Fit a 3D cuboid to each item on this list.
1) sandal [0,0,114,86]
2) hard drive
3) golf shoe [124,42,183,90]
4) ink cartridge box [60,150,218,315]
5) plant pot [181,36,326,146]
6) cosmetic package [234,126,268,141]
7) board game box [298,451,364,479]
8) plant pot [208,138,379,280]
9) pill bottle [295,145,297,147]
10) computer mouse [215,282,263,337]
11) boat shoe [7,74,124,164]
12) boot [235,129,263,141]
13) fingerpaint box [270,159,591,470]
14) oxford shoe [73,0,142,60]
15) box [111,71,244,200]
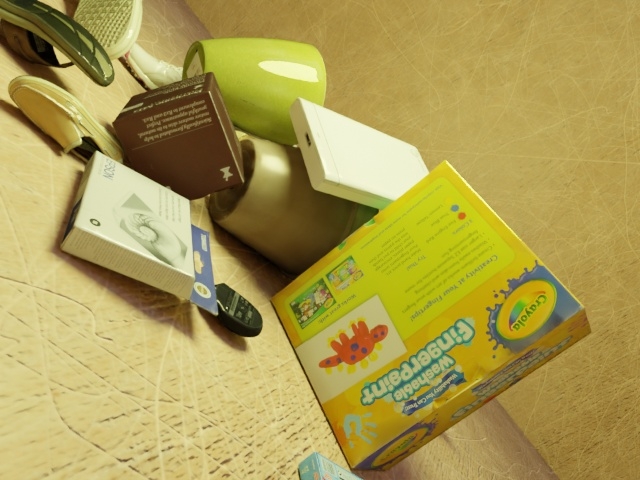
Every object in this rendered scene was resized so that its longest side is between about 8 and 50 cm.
[{"bbox_3d":[-0.493,-0.356,0.863,0.303,0.086,0.120,31,23,-18],"label":"sandal"},{"bbox_3d":[0.110,-0.162,1.091,0.353,0.047,0.233,13,46,-37],"label":"hard drive"},{"bbox_3d":[-0.378,-0.424,1.366,0.306,0.140,0.115,43,15,-26],"label":"golf shoe"},{"bbox_3d":[-0.237,-0.015,0.732,0.224,0.045,0.223,30,20,-32],"label":"ink cartridge box"},{"bbox_3d":[-0.184,-0.396,1.285,0.294,0.274,0.274,3,43,-38],"label":"plant pot"},{"bbox_3d":[-0.236,-0.320,1.547,0.151,0.151,0.183,45,12,-25],"label":"cosmetic package"},{"bbox_3d":[0.052,0.397,0.651,0.160,0.039,0.211,44,12,-31],"label":"board game box"},{"bbox_3d":[-0.079,-0.086,1.130,0.280,0.323,0.323,22,26,-34],"label":"plant pot"},{"bbox_3d":[-0.206,-0.393,1.839,0.318,0.176,0.176,54,12,17],"label":"pill bottle"},{"bbox_3d":[-0.188,0.074,0.786,0.242,0.041,0.071,41,21,-14],"label":"computer mouse"},{"bbox_3d":[-0.369,-0.162,0.755,0.190,0.068,0.072,39,28,-47],"label":"boat shoe"},{"bbox_3d":[-0.259,-0.258,1.225,0.262,0.095,0.203,22,-10,43],"label":"boot"},{"bbox_3d":[0.180,0.138,0.947,0.163,0.445,0.371,37,17,-52],"label":"fingerpaint box"},{"bbox_3d":[-0.508,-0.545,1.242,0.449,0.169,0.130,59,-8,40],"label":"oxford shoe"},{"bbox_3d":[-0.244,-0.185,0.917,0.203,0.168,0.167,-110,-177,-62],"label":"box"}]
